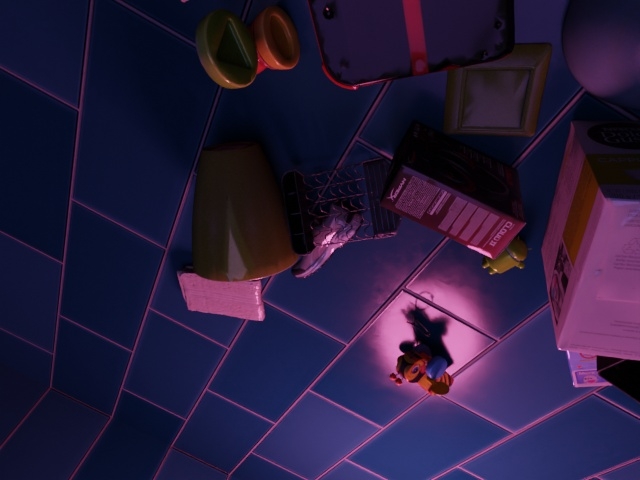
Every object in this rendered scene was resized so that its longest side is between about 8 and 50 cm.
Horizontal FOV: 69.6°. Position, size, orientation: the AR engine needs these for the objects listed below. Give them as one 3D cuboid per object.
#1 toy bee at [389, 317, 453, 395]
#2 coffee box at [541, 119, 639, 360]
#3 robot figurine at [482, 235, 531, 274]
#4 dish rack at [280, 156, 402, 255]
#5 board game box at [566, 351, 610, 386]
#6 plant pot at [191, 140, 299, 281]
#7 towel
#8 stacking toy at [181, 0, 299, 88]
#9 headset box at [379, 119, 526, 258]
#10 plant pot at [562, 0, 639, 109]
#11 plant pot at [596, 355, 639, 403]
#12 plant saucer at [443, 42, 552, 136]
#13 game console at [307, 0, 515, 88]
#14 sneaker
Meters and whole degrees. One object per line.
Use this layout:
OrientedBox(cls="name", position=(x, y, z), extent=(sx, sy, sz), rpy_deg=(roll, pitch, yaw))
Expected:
OrientedBox(cls="toy bee", position=(0.284, 0.382, 1.390), extent=(0.298, 0.162, 0.195), rpy_deg=(52, 169, -13))
OrientedBox(cls="coffee box", position=(0.636, -0.009, 0.857), extent=(0.338, 0.334, 0.338), rpy_deg=(5, 126, 16))
OrientedBox(cls="robot figurine", position=(0.452, 0.035, 1.125), extent=(0.101, 0.067, 0.115), rpy_deg=(43, 127, -6))
OrientedBox(cls="dish rack", position=(0.053, -0.085, 1.098), extent=(0.272, 0.074, 0.208), rpy_deg=(-9, 91, 21))
OrientedBox(cls="board game box", position=(0.779, 0.233, 1.161), extent=(0.308, 0.086, 0.302), rpy_deg=(-12, 122, 26))
OrientedBox(cls="plant pot", position=(-0.200, -0.087, 1.141), extent=(0.275, 0.275, 0.293), rpy_deg=(2, 112, 16))
OrientedBox(cls="towel", position=(-0.319, 0.170, 1.495), extent=(0.282, 0.049, 0.187), rpy_deg=(8, 130, 11))
OrientedBox(cls="stacking toy", position=(-0.196, -0.424, 0.854), extent=(0.130, 0.279, 0.309), rpy_deg=(-4, 127, 34))
OrientedBox(cls="headset box", position=(0.290, -0.107, 0.969), extent=(0.293, 0.218, 0.110), rpy_deg=(26, 130, -1))
OrientedBox(cls="plant pot", position=(0.558, -0.328, 0.726), extent=(0.290, 0.195, 0.290), rpy_deg=(9, 128, 11))
OrientedBox(cls="plant pot", position=(0.736, 0.233, 1.009), extent=(0.188, 0.167, 0.187), rpy_deg=(34, 129, -8))
OrientedBox(cls="plant saucer", position=(0.347, -0.289, 0.922), extent=(0.188, 0.045, 0.188), rpy_deg=(5, 128, 14))
OrientedBox(cls="game console", position=(0.130, -0.460, 0.756), extent=(0.342, 0.060, 0.386), rpy_deg=(-7, 125, 16))
OrientedBox(cls="sneaker", position=(0.000, 0.000, 1.236), extent=(0.108, 0.100, 0.271), rpy_deg=(41, 122, -3))
